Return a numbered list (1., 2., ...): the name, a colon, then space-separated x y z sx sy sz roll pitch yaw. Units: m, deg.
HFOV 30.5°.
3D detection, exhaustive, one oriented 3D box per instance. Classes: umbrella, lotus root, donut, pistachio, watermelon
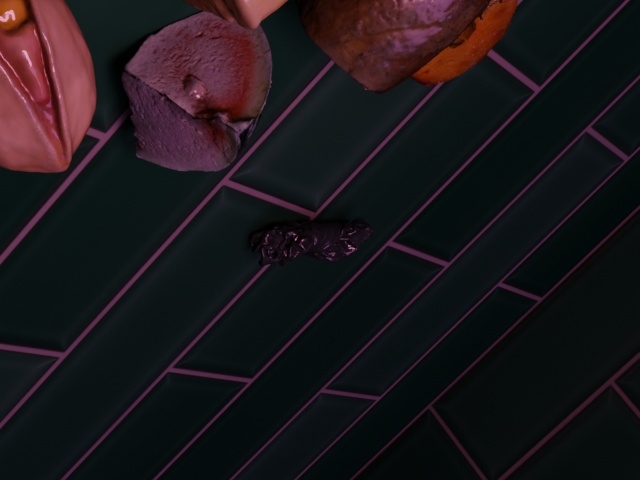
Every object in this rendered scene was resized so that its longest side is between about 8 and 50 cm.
1. umbrella: 0.002 0.002 2.514 0.348 0.143 0.094 -6 95 -55
2. lotus root: 0.144 -0.420 1.891 0.346 0.250 0.250 -40 152 15
3. donut: 0.253 -0.385 2.233 0.259 0.101 0.152 -37 152 -3
4. pistachio: -0.417 -0.227 1.598 0.230 0.230 0.309 -27 141 -17
5. watermelon: -0.197 -0.260 1.847 0.213 0.320 0.290 24 84 -31

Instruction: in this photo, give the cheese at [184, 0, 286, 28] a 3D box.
1. cheese: -0.185 -0.424 1.545 0.104 0.384 0.384 -40 152 -10
